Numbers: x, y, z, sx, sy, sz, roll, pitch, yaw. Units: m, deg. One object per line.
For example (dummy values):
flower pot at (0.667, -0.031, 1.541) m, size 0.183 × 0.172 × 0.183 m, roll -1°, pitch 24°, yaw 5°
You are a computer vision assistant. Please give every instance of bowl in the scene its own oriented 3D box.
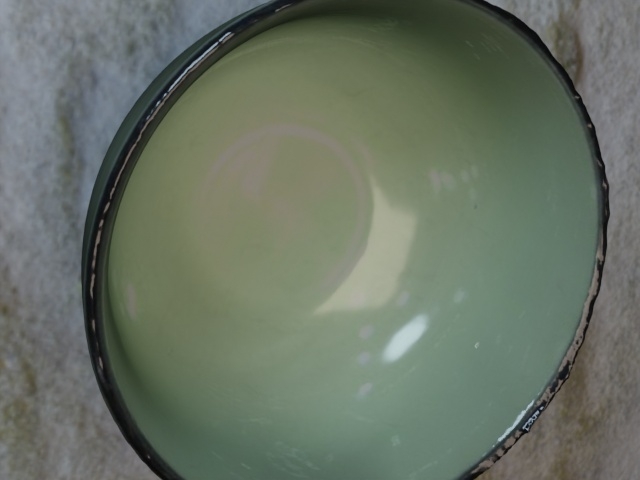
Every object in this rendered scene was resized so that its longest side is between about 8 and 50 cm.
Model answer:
bowl at (0.000, 0.000, 0.638) m, size 0.354 × 0.185 × 0.353 m, roll -7°, pitch 108°, yaw -23°
